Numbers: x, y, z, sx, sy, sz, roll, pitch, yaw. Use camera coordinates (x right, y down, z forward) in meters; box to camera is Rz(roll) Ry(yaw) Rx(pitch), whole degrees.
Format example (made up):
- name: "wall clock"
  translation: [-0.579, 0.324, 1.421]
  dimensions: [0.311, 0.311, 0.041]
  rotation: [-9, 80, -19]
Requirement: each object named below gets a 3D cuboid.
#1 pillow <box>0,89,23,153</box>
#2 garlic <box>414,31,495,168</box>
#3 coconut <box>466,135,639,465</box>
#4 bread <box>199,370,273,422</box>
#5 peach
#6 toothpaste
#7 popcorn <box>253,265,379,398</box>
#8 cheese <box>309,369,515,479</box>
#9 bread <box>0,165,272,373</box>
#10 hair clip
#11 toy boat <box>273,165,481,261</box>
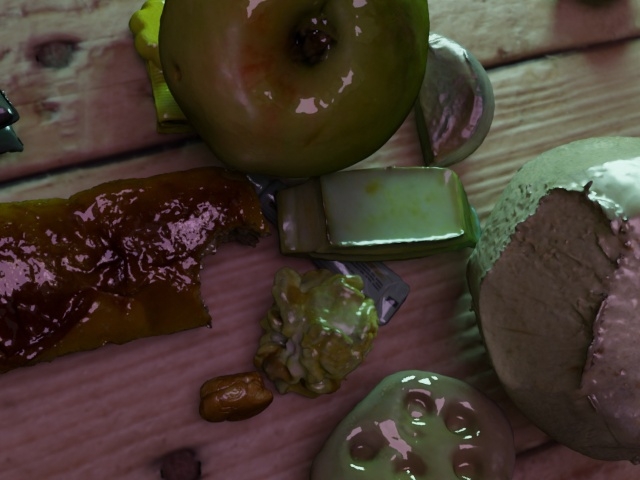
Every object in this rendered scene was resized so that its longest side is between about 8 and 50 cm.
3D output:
- name: "pillow"
  translation: [-0.485, -0.216, 0.875]
  dimensions: [0.228, 0.101, 0.326]
  rotation: [-21, 81, -18]
- name: "garlic"
  translation: [0.173, -0.187, 1.051]
  dimensions: [0.102, 0.087, 0.195]
  rotation: [-6, 81, -3]
- name: "coconut"
  translation: [0.335, 0.057, 0.910]
  dimensions: [0.347, 0.360, 0.346]
  rotation: [1, 99, 3]
- name: "bread"
  translation: [-0.096, 0.173, 0.893]
  dimensions: [0.083, 0.081, 0.046]
  rotation: [19, 50, -49]
- name: "peach"
  translation: [-0.020, -0.215, 0.883]
  dimensions: [0.282, 0.315, 0.314]
  rotation: [39, 85, -6]
- name: "toothpaste"
  translation: [0.000, 0.000, 0.982]
  dimensions: [0.255, 0.037, 0.067]
  rotation: [41, 68, -5]
- name: "popcorn"
  translation: [0.000, 0.100, 0.909]
  dimensions: [0.136, 0.142, 0.162]
  rotation: [-28, 106, -59]
- name: "cheese"
  translation: [0.106, 0.258, 0.876]
  dimensions: [0.235, 0.117, 0.217]
  rotation: [-20, 59, -13]
- name: "bread"
  translation: [-0.237, 0.032, 0.872]
  dimensions: [0.381, 0.109, 0.185]
  rotation: [-12, 78, -17]
- name: "hair clip"
  translation: [-0.190, -0.217, 0.980]
  dimensions: [0.072, 0.046, 0.173]
  rotation: [-4, 76, -20]
- name: "toy boat"
  translation: [0.085, -0.032, 0.965]
  dimensions: [0.277, 0.084, 0.111]
  rotation: [0, 72, -24]
